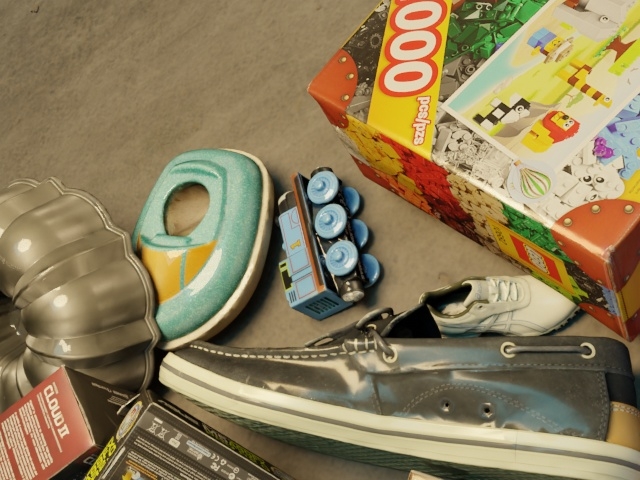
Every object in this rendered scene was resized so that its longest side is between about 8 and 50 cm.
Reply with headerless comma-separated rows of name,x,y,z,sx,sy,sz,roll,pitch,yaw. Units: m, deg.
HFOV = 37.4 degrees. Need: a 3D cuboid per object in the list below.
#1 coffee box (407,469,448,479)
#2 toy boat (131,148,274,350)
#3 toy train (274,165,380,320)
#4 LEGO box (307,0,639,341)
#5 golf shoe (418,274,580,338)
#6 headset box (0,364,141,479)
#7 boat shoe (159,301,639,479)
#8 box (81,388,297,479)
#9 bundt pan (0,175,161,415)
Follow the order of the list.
coffee box,0.199,0.296,0.852,0.247,0.141,0.098,11,75,31
toy boat,-0.218,0.000,1.188,0.318,0.148,0.267,2,69,27
toy train,0.000,0.000,1.123,0.105,0.080,0.184,-27,59,21
LEGO box,0.297,-0.213,0.966,0.372,0.193,0.500,34,80,34
golf shoe,0.187,0.066,0.993,0.176,0.086,0.069,-16,60,18
headset box,-0.289,0.273,1.062,0.293,0.218,0.110,-38,57,8
boat shoe,0.074,0.145,0.960,0.500,0.187,0.156,4,70,21
box,-0.124,0.310,0.948,0.216,0.270,0.060,-56,16,-4
bundt pan,-0.358,0.093,1.135,0.331,0.124,0.330,8,106,29
